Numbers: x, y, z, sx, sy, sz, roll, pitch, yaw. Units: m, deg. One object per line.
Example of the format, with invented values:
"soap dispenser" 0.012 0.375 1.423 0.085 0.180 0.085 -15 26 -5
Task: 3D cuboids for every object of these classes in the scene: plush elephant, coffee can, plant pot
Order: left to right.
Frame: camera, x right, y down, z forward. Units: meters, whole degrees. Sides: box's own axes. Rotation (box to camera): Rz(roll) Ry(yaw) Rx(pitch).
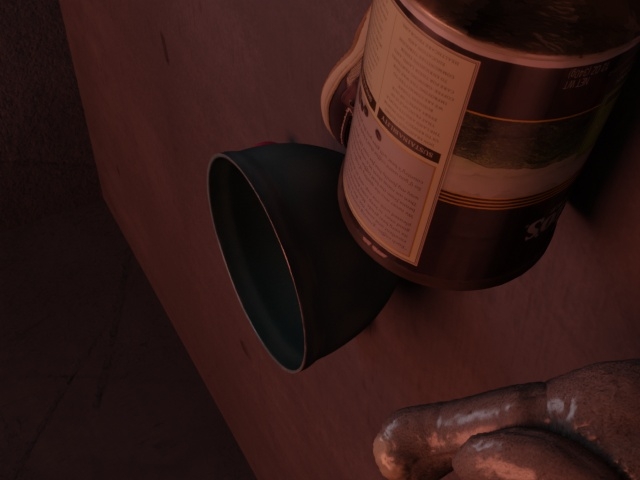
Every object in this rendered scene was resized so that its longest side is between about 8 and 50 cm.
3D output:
"plant pot" 0.000 0.000 1.221 0.293 0.196 0.293 53 154 40
"coffee can" 0.127 -0.117 0.754 0.202 0.201 0.275 58 158 29
"plush elephant" 0.241 0.232 0.701 0.330 0.271 0.256 -33 50 47

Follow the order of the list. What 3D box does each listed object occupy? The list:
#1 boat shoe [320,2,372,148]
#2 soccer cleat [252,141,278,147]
"boat shoe" 0.075 -0.164 1.004 0.092 0.102 0.285 68 155 20
"soccer cleat" -0.044 0.012 1.471 0.331 0.116 0.143 66 160 10
